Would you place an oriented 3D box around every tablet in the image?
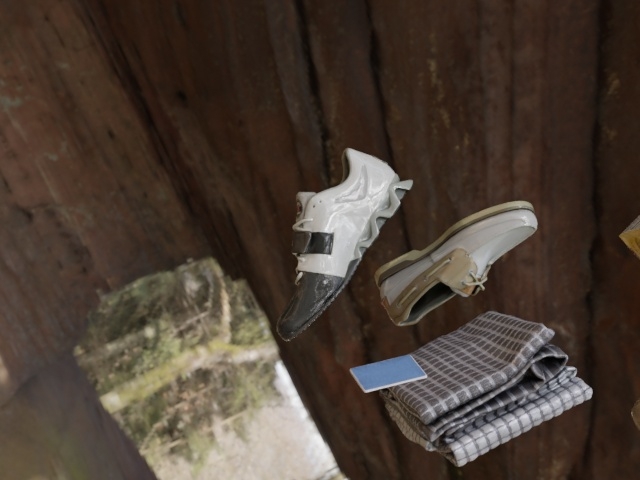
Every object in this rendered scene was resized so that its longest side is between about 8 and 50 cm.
[{"bbox_3d":[0.083,0.164,1.042,0.054,0.083,0.006,-130,-148,-60],"label":"tablet"}]

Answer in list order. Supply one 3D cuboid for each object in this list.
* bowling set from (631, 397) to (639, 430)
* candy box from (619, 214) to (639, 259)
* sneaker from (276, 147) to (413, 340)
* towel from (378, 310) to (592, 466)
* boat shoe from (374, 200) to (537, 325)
[{"bbox_3d":[0.466,0.260,0.849,0.154,0.287,0.199,119,-14,-59],"label":"bowling set"},{"bbox_3d":[0.672,0.011,1.446,0.183,0.087,0.316,49,-13,0],"label":"candy box"},{"bbox_3d":[0.000,0.000,1.350,0.146,0.330,0.122,35,-14,-6],"label":"sneaker"},{"bbox_3d":[0.218,0.204,1.242,0.121,0.235,0.284,66,-10,-6],"label":"towel"},{"bbox_3d":[0.230,0.044,1.388,0.113,0.302,0.103,19,47,-46],"label":"boat shoe"}]
